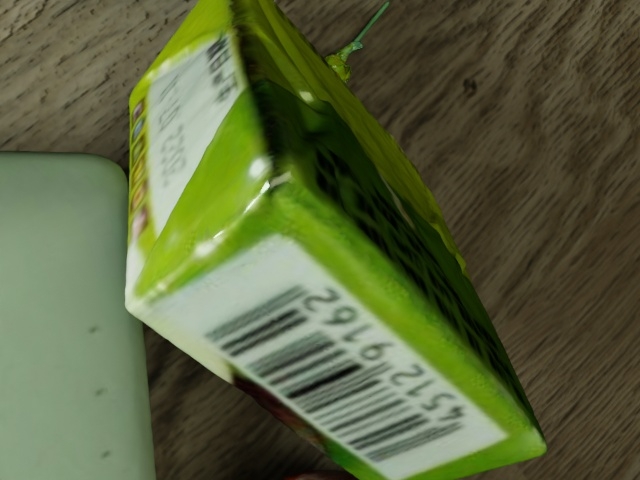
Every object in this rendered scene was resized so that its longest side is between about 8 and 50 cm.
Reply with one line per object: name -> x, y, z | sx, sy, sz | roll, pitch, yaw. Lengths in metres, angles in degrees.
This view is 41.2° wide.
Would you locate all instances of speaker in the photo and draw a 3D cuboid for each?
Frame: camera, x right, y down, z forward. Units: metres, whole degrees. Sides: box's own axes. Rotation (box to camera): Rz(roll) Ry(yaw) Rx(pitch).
speaker -> -0.224, 0.139, 0.573 | 0.184, 0.183, 0.406 | -6, 95, -32

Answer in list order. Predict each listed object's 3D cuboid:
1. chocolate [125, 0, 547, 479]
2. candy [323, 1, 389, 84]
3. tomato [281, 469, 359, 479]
chocolate -> 0.000, 0.000, 0.600 | 0.137, 0.289, 0.301 | -34, 126, 15
candy -> 0.031, -0.176, 0.772 | 0.035, 0.035, 0.123 | 41, 65, -11
tomato -> 0.021, 0.292, 0.711 | 0.309, 0.170, 0.309 | -11, 132, -13
